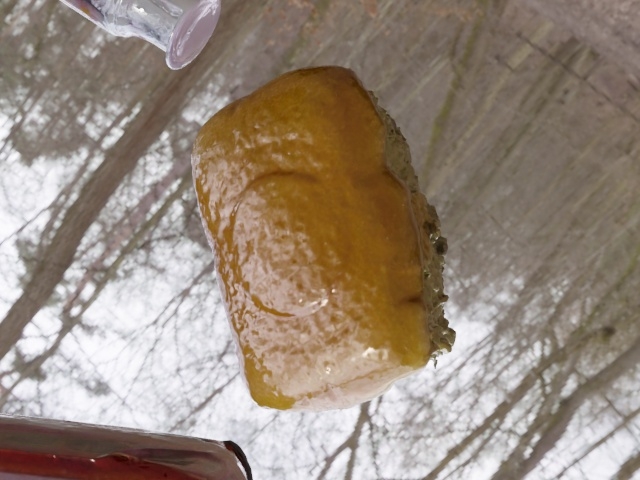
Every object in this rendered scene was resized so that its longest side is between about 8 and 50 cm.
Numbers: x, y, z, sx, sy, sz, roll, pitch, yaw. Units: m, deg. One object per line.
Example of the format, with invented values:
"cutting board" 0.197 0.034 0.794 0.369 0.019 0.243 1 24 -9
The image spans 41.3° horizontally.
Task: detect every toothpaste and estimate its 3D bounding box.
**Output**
"toothpaste" -0.217 -0.229 0.588 0.323 0.100 0.066 34 -132 6

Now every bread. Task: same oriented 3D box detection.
"bread" 0.000 0.000 0.632 0.121 0.174 0.246 2 -108 -67

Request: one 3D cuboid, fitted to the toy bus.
"toy bus" -0.200 0.200 0.626 0.302 0.128 0.147 9 173 -6
